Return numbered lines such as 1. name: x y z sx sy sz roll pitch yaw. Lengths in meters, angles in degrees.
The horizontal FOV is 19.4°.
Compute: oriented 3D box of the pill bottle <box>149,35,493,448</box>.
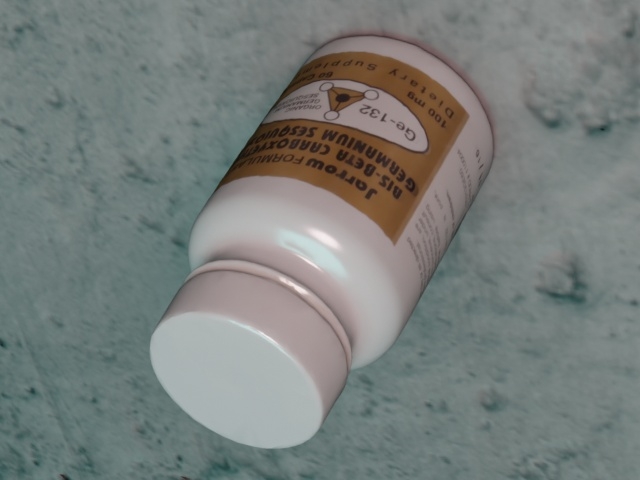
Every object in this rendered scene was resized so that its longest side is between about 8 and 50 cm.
1. pill bottle: 0.000 0.000 1.050 0.131 0.229 0.131 18 138 16
